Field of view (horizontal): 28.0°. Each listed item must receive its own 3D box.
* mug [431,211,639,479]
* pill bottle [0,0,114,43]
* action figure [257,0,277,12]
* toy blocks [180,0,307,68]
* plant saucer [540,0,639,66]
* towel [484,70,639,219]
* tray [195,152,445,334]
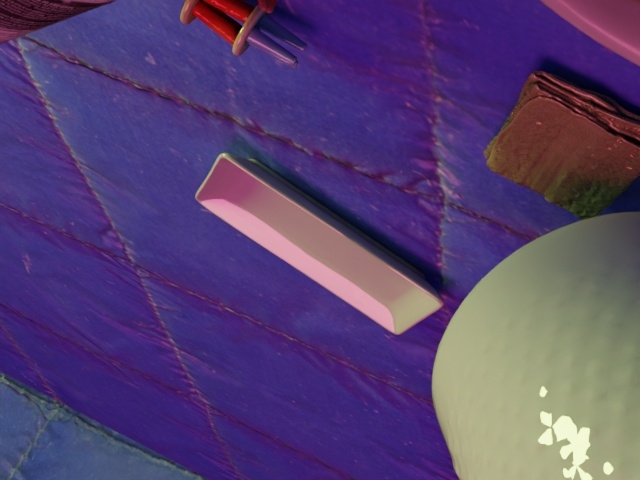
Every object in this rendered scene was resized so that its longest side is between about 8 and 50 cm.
[{"bbox_3d":[0.247,0.221,0.914,0.276,0.328,0.374,-3,125,-11],"label":"mug"},{"bbox_3d":[-0.214,-0.199,0.848,0.130,0.130,0.245,45,154,-27],"label":"pill bottle"},{"bbox_3d":[-0.052,-0.227,0.643,0.248,0.276,0.370,21,152,17],"label":"action figure"},{"bbox_3d":[-0.076,-0.193,0.999,0.148,0.054,0.123,32,167,1],"label":"toy blocks"},{"bbox_3d":[0.228,-0.203,0.542,0.400,0.100,0.400,24,156,12],"label":"plant saucer"},{"bbox_3d":[0.187,-0.070,0.966,0.110,0.027,0.148,29,156,4],"label":"towel"},{"bbox_3d":[0.000,0.000,1.336,0.270,0.030,0.145,34,158,-5],"label":"tray"}]
